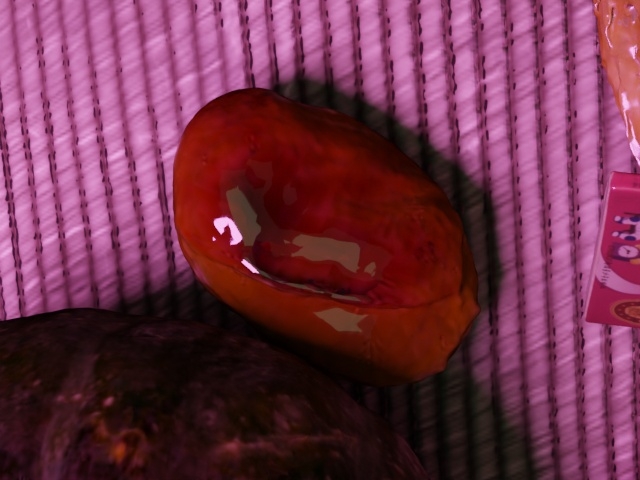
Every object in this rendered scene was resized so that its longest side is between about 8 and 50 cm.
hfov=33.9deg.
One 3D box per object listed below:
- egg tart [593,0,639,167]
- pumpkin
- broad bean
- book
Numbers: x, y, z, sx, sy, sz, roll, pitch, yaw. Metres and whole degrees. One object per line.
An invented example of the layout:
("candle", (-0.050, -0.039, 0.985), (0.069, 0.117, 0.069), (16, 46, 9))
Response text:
("egg tart", (0.324, -0.125, 0.588), (0.341, 0.129, 0.341), (3, 103, 12))
("pumpkin", (-0.124, 0.253, 0.661), (0.454, 0.344, 0.455), (0, 108, 1))
("broad bean", (0.001, -0.002, 0.695), (0.228, 0.122, 0.156), (37, 82, -2))
("book", (0.281, 0.020, 0.626), (0.231, 0.162, 0.022), (8, 61, 12))
